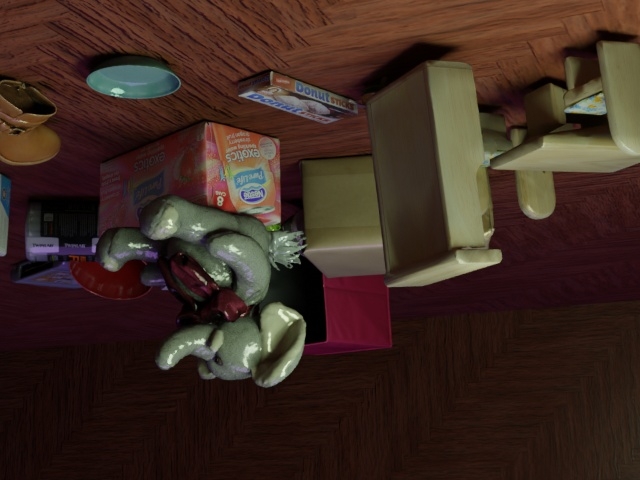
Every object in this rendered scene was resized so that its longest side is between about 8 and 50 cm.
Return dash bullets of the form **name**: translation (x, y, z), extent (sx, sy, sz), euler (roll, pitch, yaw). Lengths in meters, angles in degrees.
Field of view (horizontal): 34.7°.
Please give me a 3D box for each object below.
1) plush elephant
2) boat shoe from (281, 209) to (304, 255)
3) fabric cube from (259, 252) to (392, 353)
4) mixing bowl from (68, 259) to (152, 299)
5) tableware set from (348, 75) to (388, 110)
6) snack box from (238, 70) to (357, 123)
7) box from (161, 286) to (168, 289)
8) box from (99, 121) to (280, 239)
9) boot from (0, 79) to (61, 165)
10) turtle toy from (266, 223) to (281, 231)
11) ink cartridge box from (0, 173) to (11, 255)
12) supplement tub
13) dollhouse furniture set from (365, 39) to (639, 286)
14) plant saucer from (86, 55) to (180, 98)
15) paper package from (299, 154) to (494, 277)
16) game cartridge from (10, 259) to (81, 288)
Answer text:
- **plush elephant**: translation (-0.162, 0.098, 1.536), extent (0.330, 0.255, 0.272), euler (7, 164, -36)
- **boat shoe**: translation (0.000, 0.000, 2.139), extent (0.097, 0.116, 0.324), euler (-11, 171, 26)
- **fabric cube**: translation (-0.009, 0.135, 2.426), extent (0.254, 0.259, 0.258), euler (-12, 166, 38)
- **mixing bowl**: translation (-0.439, 0.036, 2.201), extent (0.182, 0.098, 0.181), euler (4, 138, 4)
- **tableware set**: translation (0.122, -0.205, 1.407), extent (0.154, 0.024, 0.104), euler (-10, 169, 28)
- **snack box**: translation (-0.029, -0.196, 1.418), extent (0.064, 0.022, 0.178), euler (-10, 166, 41)
- **box**: translation (-0.235, 0.089, 2.662), extent (0.322, 0.058, 0.232), euler (4, 167, -20)
- **box**: translation (-0.216, -0.079, 1.656), extent (0.154, 0.142, 0.300), euler (11, 163, -44)
- **boot**: translation (-0.408, -0.163, 1.415), extent (0.152, 0.072, 0.197), euler (-17, 164, 38)
- **turtle toy**: translation (-0.128, -0.037, 2.022), extent (0.130, 0.095, 0.066), euler (12, -159, 34)
- **ink cartridge box**: translation (-0.594, -0.059, 1.704), extent (0.082, 0.139, 0.190), euler (-2, 168, 9)
- **supplement tub**: translation (-0.469, -0.017, 1.976), extent (0.191, 0.116, 0.117), euler (1, 168, -11)
- **dollhouse furniture set**: translation (0.282, -0.083, 1.370), extent (0.394, 0.256, 0.362), euler (-1, 169, -27)
- **plant saucer**: translation (-0.240, -0.212, 1.316), extent (0.119, 0.021, 0.119), euler (-2, 169, 0)
- **paper package**: translation (0.142, -0.040, 1.837), extent (0.325, 0.168, 0.309), euler (-4, 168, 8)
- **game cartridge**: translation (-0.613, 0.071, 2.530), extent (0.198, 0.062, 0.297), euler (13, 161, -38)
